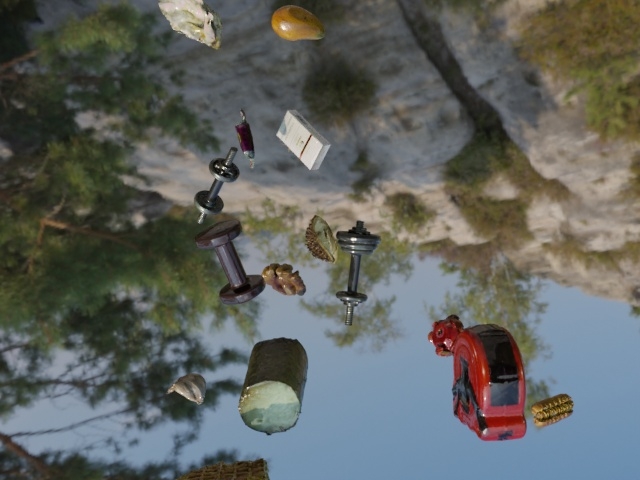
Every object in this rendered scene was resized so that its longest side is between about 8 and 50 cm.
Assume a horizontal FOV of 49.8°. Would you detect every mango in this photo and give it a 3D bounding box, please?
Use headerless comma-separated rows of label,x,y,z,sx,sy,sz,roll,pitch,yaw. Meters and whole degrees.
mango,-0.067,-0.640,2.033,0.165,0.115,0.089,-13,148,-35

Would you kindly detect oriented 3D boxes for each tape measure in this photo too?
tape measure,0.371,0.317,1.557,0.114,0.260,0.253,-4,-179,-5

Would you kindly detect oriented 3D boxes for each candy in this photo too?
candy,-0.216,-0.292,1.982,0.043,0.175,0.045,-12,175,-10

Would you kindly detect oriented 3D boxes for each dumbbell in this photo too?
dumbbell,-0.260,-0.134,1.723,0.081,0.081,0.254,-16,148,-44
dumbbell,0.081,0.078,1.657,0.110,0.255,0.110,7,-176,0
dumbbell,-0.252,0.061,1.942,0.140,0.225,0.124,-4,-155,37

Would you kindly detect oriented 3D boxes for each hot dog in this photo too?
hot dog,0.640,0.466,1.897,0.165,0.071,0.045,-5,169,-37

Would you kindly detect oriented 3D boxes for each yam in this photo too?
yam,-0.135,0.424,2.083,0.195,0.195,0.300,-14,-159,9

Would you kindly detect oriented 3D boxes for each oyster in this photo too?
oyster,-0.343,-0.616,1.859,0.133,0.209,0.072,-52,-168,44

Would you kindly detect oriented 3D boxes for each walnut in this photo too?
walnut,-0.122,0.128,2.340,0.143,0.069,0.170,2,148,27

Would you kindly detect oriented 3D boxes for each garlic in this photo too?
garlic,-0.347,0.397,1.861,0.074,0.094,0.113,-55,175,17

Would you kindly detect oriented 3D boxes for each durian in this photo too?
durian,-0.003,0.002,1.695,0.066,0.130,0.052,-17,174,-38

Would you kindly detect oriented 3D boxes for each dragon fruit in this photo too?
dragon fruit,0.318,0.240,1.765,0.068,0.112,0.126,20,-144,-8

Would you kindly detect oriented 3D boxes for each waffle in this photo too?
waffle,-0.261,0.661,1.910,0.307,0.060,0.312,-9,175,29

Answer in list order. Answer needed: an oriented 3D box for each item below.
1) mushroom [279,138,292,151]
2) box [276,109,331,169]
mushroom,-0.079,-0.289,1.998,0.085,0.079,0.085,1,150,1
box,-0.047,-0.267,1.828,0.040,0.154,0.084,-13,143,-48
